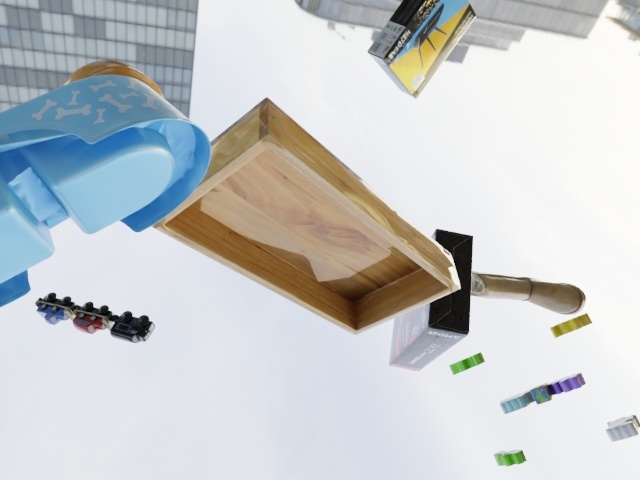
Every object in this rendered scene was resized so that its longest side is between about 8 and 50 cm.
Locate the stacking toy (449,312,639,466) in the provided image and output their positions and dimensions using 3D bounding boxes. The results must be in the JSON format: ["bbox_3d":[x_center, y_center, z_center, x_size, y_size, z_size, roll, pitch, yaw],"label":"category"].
[{"bbox_3d":[0.323,0.224,0.765,0.052,0.221,0.167,3,-119,-55],"label":"stacking toy"}]

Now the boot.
[{"bbox_3d":[0.541,0.141,1.425,0.270,0.089,0.236,8,180,-27],"label":"boot"}]

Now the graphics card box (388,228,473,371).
[{"bbox_3d":[0.253,0.157,1.233,0.094,0.371,0.232,12,-115,-2],"label":"graphics card box"}]

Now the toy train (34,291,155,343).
[{"bbox_3d":[-0.272,0.094,0.617,0.158,0.027,0.036,11,-125,14],"label":"toy train"}]

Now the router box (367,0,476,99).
[{"bbox_3d":[0.175,-0.353,0.886,0.046,0.179,0.133,41,-171,38],"label":"router box"}]

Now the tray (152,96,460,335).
[{"bbox_3d":[0.000,0.000,0.724,0.411,0.203,0.076,34,-142,-39],"label":"tray"}]

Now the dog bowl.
[{"bbox_3d":[-0.240,-0.038,0.443,0.297,0.166,0.074,-32,-106,-18],"label":"dog bowl"}]

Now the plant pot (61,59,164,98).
[{"bbox_3d":[-0.374,-0.224,1.005,0.205,0.205,0.188,-17,-143,-34],"label":"plant pot"}]
